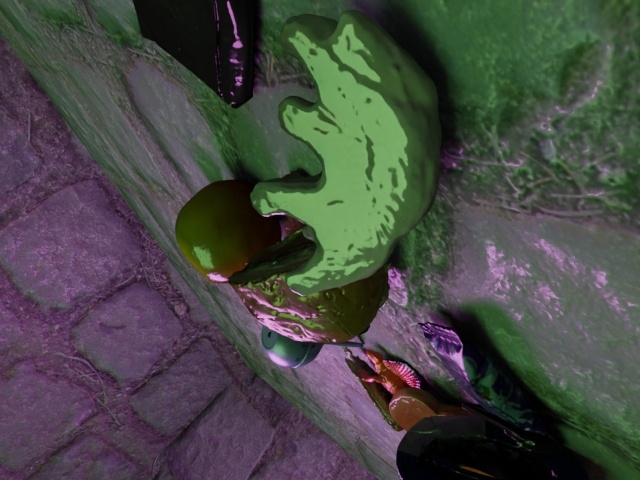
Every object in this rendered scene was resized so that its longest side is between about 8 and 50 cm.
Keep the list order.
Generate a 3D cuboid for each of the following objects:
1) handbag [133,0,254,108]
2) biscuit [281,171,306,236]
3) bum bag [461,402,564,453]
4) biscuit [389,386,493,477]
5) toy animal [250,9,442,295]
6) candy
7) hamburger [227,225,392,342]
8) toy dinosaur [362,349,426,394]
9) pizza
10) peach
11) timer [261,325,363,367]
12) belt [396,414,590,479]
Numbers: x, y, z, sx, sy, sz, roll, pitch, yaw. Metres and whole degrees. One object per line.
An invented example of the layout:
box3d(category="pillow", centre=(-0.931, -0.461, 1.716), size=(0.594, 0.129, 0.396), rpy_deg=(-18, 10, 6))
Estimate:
box3d(category="handbag", centre=(-0.190, -0.330, 0.712), size=(0.223, 0.080, 0.247), rpy_deg=(43, 158, 10))
box3d(category="biscuit", centre=(-0.006, -0.006, 0.975), size=(0.184, 0.047, 0.319), rpy_deg=(17, 143, 45))
box3d(category="bum bag", centre=(0.341, 0.337, 0.881), size=(0.109, 0.026, 0.159), rpy_deg=(20, 178, -34))
box3d(category="biscuit", centre=(0.326, 0.469, 1.125), size=(0.376, 0.051, 0.269), rpy_deg=(40, 144, 5))
box3d(category="toy animal", centre=(0.044, -0.115, 0.603), size=(0.266, 0.188, 0.307), rpy_deg=(-13, 108, 41))
box3d(category="candy", centre=(0.282, 0.240, 0.845), size=(0.275, 0.070, 0.145), rpy_deg=(45, 166, -8))
box3d(category="hamburger", centre=(0.008, 0.087, 0.864), size=(0.330, 0.162, 0.209), rpy_deg=(-23, 112, 35))
box3d(category="toy dinosaur", centre=(0.224, 0.366, 1.198), size=(0.286, 0.070, 0.139), rpy_deg=(45, 136, 1))
box3d(category="pizza", centre=(0.142, 0.383, 1.303), size=(0.262, 0.034, 0.181), rpy_deg=(53, -173, 5))
box3d(category="peach", centre=(-0.203, -0.020, 1.086), size=(0.231, 0.231, 0.231), rpy_deg=(39, 157, 20))
box3d(category="timer", centre=(-0.029, 0.229, 1.255), size=(0.175, 0.256, 0.175), rpy_deg=(31, 129, 50))
box3d(category="belt", centre=(0.316, 0.448, 0.908), size=(0.347, 0.212, 0.117), rpy_deg=(0, 126, 38))
